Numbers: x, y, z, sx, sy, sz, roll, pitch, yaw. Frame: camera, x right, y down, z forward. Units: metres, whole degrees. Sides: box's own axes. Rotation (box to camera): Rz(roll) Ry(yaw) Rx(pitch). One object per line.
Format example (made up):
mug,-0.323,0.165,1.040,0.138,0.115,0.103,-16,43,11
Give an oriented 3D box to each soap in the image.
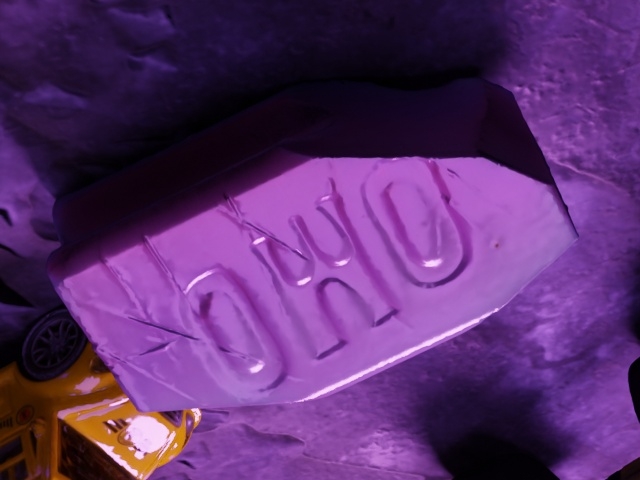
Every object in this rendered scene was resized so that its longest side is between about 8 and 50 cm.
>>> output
soap,0.000,0.000,1.169,0.324,0.109,0.193,-25,120,7

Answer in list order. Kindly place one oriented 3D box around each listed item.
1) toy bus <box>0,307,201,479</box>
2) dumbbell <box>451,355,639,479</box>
toy bus,-0.247,0.192,1.288,0.330,0.152,0.144,-29,135,13
dumbbell,0.257,0.211,1.441,0.388,0.185,0.185,-40,132,22
